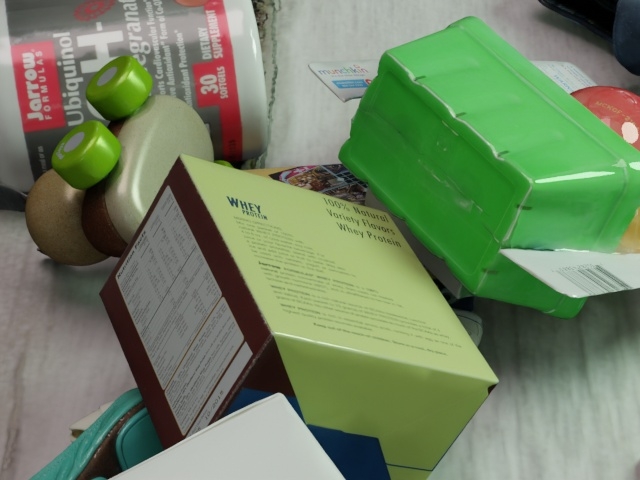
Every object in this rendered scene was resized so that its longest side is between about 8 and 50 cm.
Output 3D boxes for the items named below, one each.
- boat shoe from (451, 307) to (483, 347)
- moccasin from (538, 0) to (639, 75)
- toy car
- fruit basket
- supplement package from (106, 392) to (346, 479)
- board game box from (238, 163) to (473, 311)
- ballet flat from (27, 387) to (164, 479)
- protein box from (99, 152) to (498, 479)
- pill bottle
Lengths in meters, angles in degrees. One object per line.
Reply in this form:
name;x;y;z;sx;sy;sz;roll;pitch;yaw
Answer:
boat shoe;0.080;0.072;1.204;0.100;0.035;0.035;11;40;5
moccasin;0.332;-0.198;1.455;0.117;0.137;0.342;-24;31;-17
toy car;-0.187;-0.036;1.231;0.188;0.155;0.149;-17;39;35
fruit basket;0.203;-0.055;1.251;0.353;0.165;0.327;0;37;-46
supplement package;-0.024;0.267;0.812;0.175;0.177;0.293;-25;63;-28
board game box;0.000;0.000;1.282;0.243;0.042;0.165;-4;41;-2
ballet flat;-0.165;0.166;1.073;0.087;0.083;0.247;11;39;35
protein box;-0.021;0.068;1.071;0.200;0.136;0.201;15;30;-35
pill bottle;-0.216;-0.139;1.348;0.318;0.176;0.176;-9;42;-8
